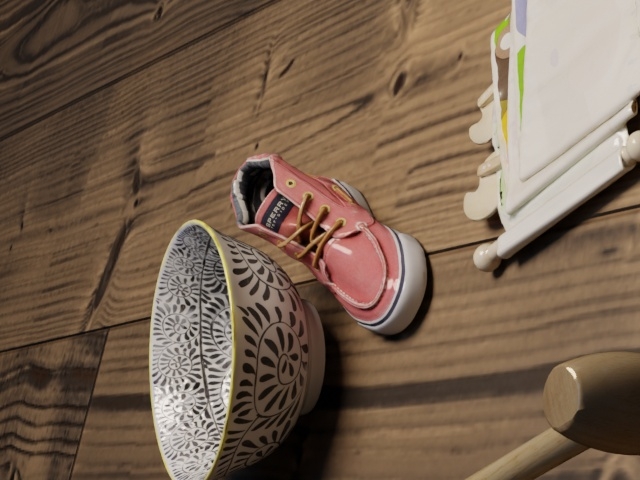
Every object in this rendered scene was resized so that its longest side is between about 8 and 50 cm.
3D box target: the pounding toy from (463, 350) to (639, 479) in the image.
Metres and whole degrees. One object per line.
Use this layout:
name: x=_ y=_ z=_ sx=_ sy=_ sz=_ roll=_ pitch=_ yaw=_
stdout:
pounding toy: x=0.135 y=0.159 z=0.785 sx=0.155 sy=0.154 sz=0.269 roll=-117 pitch=33 yaw=-58

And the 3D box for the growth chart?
growth chart: x=0.137 y=-0.109 z=1.104 sx=0.172 sy=0.021 sz=0.237 roll=-31 pitch=45 yaw=54

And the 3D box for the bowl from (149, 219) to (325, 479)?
bowl: x=-0.046 y=0.072 z=1.250 sx=0.170 sy=0.080 sz=0.170 roll=-179 pitch=90 yaw=-69

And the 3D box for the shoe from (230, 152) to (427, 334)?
shoe: x=0.000 y=0.000 z=1.228 sx=0.063 sy=0.081 sz=0.178 roll=-64 pitch=26 yaw=13
